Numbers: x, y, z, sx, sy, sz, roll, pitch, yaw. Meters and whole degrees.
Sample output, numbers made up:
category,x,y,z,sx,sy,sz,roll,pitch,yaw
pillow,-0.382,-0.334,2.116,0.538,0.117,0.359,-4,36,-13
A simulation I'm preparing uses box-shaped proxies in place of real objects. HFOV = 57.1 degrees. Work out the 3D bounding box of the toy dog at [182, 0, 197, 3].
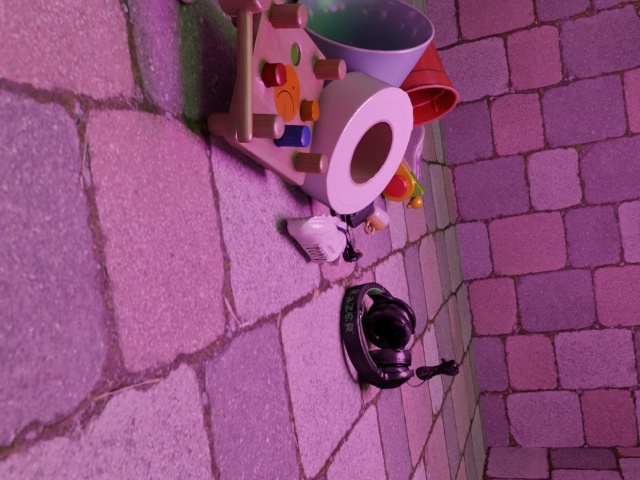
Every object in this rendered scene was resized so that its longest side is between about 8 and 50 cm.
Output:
category,x,y,z,sx,sy,sz,roll,pitch,yaw
toy dog,-0.031,-0.554,0.855,0.395,0.408,0.284,-61,140,-57

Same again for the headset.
category,x,y,z,sx,sy,sz,roll,pitch,yaw
headset,0.198,0.261,1.484,0.394,0.185,0.243,46,40,-40

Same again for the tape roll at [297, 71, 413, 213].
category,x,y,z,sx,sy,sz,roll,pitch,yaw
tape roll,0.072,-0.200,1.227,0.286,0.100,0.286,-37,144,-32

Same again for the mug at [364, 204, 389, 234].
category,x,y,z,sx,sy,sz,roll,pitch,yaw
mug,0.154,-0.063,1.659,0.064,0.062,0.078,40,39,-50

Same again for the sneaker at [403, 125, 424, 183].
category,x,y,z,sx,sy,sz,roll,pitch,yaw
sneaker,0.328,-0.291,2.151,0.161,0.102,0.282,59,42,-53

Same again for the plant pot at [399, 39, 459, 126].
category,x,y,z,sx,sy,sz,roll,pitch,yaw
plant pot,0.284,-0.546,1.920,0.272,0.273,0.264,26,50,-65

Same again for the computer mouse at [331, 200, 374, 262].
category,x,y,z,sx,sy,sz,roll,pitch,yaw
computer mouse,0.105,-0.054,1.524,0.262,0.060,0.184,-50,128,-62

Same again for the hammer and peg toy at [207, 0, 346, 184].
category,x,y,z,sx,sy,sz,roll,pitch,yaw
hammer and peg toy,-0.088,-0.250,0.946,0.361,0.128,0.265,25,74,-65

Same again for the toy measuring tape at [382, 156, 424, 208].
category,x,y,z,sx,sy,sz,roll,pitch,yaw
toy measuring tape,0.209,-0.231,1.851,0.330,0.121,0.121,55,26,-7

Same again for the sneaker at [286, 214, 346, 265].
category,x,y,z,sx,sy,sz,roll,pitch,yaw
sneaker,0.000,0.000,1.208,0.235,0.090,0.094,15,79,-66

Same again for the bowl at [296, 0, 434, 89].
category,x,y,z,sx,sy,sz,roll,pitch,yaw
bowl,0.088,-0.432,1.342,0.311,0.312,0.163,-75,176,-46
